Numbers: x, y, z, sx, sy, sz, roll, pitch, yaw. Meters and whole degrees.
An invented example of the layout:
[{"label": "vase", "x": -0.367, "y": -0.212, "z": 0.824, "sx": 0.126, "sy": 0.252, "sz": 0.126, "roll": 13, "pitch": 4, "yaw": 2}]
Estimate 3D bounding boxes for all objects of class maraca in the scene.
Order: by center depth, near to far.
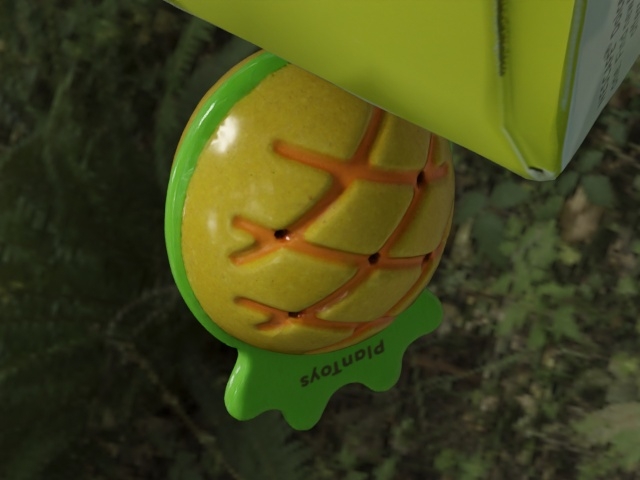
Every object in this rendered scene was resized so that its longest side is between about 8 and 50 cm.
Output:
[{"label": "maraca", "x": 0.000, "y": 0.000, "z": 0.636, "sx": 0.099, "sy": 0.127, "sz": 0.186, "roll": 49, "pitch": 155, "yaw": 48}]

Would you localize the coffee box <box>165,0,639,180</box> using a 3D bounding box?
[{"label": "coffee box", "x": -0.007, "y": -0.285, "z": 0.347, "sx": 0.337, "sy": 0.338, "sz": 0.334, "roll": 28, "pitch": 66, "yaw": 17}]
